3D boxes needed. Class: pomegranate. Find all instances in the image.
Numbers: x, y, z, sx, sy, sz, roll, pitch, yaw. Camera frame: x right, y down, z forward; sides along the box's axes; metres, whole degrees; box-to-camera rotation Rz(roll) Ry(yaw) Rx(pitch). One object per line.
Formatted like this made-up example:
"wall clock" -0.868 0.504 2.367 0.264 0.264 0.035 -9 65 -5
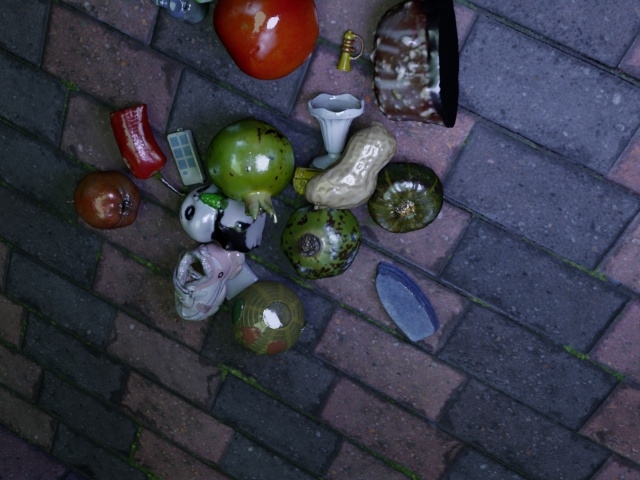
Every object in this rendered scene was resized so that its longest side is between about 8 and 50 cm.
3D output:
"pomegranate" -0.195 -0.206 1.836 0.261 0.260 0.340 -29 67 28
"pomegranate" 0.000 0.000 1.874 0.255 0.270 0.254 1 94 14

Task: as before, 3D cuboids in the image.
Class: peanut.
"peanut" 0.094 -0.186 1.714 0.291 0.143 0.159 -45 115 7

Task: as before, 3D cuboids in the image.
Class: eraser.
"eraser" -0.300 0.132 2.176 0.150 0.023 0.103 -35 95 29

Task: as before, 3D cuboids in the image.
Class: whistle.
"whistle" 0.083 -0.526 1.746 0.057 0.046 0.109 25 113 25

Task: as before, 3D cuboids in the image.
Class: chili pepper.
"chili pepper" -0.579 -0.270 2.048 0.135 0.131 0.338 -6 112 32

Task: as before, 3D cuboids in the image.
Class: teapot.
"teapot" -0.411 -0.697 1.815 0.149 0.108 0.111 42 118 -1

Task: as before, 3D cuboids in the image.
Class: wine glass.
"wine glass" 0.044 -0.311 1.794 0.165 0.165 0.196 8 122 17

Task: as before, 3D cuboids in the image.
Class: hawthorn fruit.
"hawthorn fruit" -0.750 -0.141 2.126 0.263 0.210 0.210 9 115 25

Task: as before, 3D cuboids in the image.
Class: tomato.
"tomato" -0.157 -0.588 1.703 0.299 0.226 0.298 9 118 18

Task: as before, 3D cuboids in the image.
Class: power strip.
"power strip" -0.437 -0.272 2.048 0.082 0.035 0.192 -8 108 23

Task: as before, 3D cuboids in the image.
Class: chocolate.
"chocolate" 0.236 -0.457 1.623 0.210 0.225 0.339 4 110 27

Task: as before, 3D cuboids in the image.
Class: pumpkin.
"pumpkin" 0.241 -0.124 1.793 0.224 0.157 0.223 3 127 4

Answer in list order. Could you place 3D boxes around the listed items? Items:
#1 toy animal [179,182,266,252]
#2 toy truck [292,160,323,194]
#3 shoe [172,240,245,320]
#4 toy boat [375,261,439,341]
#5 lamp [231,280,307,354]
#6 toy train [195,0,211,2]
"toy animal" -0.314 -0.082 1.988 0.267 0.212 0.212 18 117 5
"toy truck" 0.037 -0.174 1.870 0.227 0.114 0.097 7 114 17
"shoe" -0.420 0.133 2.103 0.172 0.198 0.350 42 114 20
"toy boat" 0.263 0.190 1.966 0.127 0.078 0.283 -31 100 31
"lamp" -0.185 0.257 2.081 0.250 0.250 0.284 53 158 -7
"toy train" -0.303 -0.790 1.658 0.174 0.249 0.307 26 118 5
